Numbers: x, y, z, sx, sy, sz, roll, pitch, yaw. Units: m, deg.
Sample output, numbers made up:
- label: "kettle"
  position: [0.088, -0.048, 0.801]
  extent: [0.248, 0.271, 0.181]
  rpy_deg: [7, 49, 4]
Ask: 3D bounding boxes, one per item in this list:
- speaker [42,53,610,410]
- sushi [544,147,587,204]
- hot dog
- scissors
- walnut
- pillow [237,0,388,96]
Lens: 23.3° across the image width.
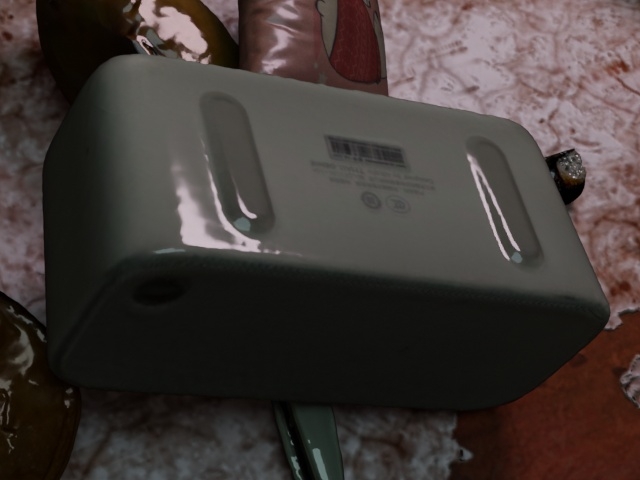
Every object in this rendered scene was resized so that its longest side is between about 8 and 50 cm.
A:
- label: "speaker"
  position: [0.000, 0.000, 1.144]
  extent: [0.406, 0.183, 0.184]
  rpy_deg: [7, 52, -29]
- label: "sushi"
  position: [0.191, -0.047, 1.348]
  extent: [0.083, 0.044, 0.046]
  rpy_deg: [-19, 92, -20]
- label: "hot dog"
  position: [-0.295, 0.155, 1.066]
  extent: [0.196, 0.122, 0.272]
  rpy_deg: [36, 59, 7]
- label: "scissors"
  position: [-0.025, 0.093, 1.213]
  extent: [0.138, 0.041, 0.289]
  rpy_deg: [-5, 62, -23]
- label: "walnut"
  position: [-0.135, -0.136, 1.245]
  extent: [0.245, 0.137, 0.137]
  rpy_deg: [44, 62, 7]
- label: "pillow"
  position: [-0.003, -0.174, 1.272]
  extent: [0.084, 0.223, 0.236]
  rpy_deg: [-15, 66, 23]
